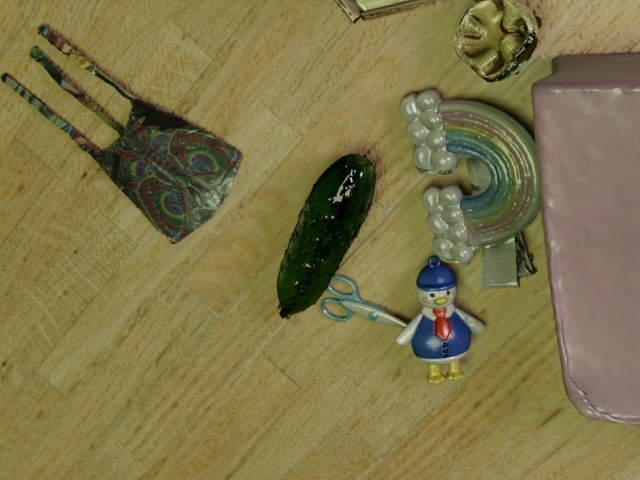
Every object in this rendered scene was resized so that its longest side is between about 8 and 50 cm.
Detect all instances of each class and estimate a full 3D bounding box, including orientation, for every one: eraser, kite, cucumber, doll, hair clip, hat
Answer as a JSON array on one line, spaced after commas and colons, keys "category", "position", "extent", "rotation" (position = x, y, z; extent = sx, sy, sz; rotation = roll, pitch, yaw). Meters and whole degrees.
[{"category": "eraser", "position": [0.355, 0.003, 1.430], "extent": [0.272, 0.122, 0.359], "rotation": [1, 115, 20]}, {"category": "kite", "position": [-0.227, -0.122, 1.655], "extent": [0.285, 0.015, 0.152], "rotation": [39, 122, 0]}, {"category": "cucumber", "position": [0.000, 0.000, 1.601], "extent": [0.069, 0.069, 0.227], "rotation": [29, 126, 5]}, {"category": "doll", "position": [0.127, 0.083, 1.598], "extent": [0.098, 0.058, 0.143], "rotation": [-7, 108, -5]}, {"category": "hair clip", "position": [0.167, -0.054, 1.522], "extent": [0.140, 0.054, 0.220], "rotation": [-5, 110, 30]}, {"category": "hat", "position": [0.175, -0.198, 1.438], "extent": [0.076, 0.059, 0.077], "rotation": [44, 118, 15]}]

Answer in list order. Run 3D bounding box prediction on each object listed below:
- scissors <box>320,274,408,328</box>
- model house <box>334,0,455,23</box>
[{"category": "scissors", "position": [0.057, 0.079, 1.644], "extent": [0.119, 0.014, 0.058], "rotation": [21, 121, 15]}, {"category": "model house", "position": [0.064, -0.325, 1.355], "extent": [0.326, 0.169, 0.244], "rotation": [21, 123, 9]}]
